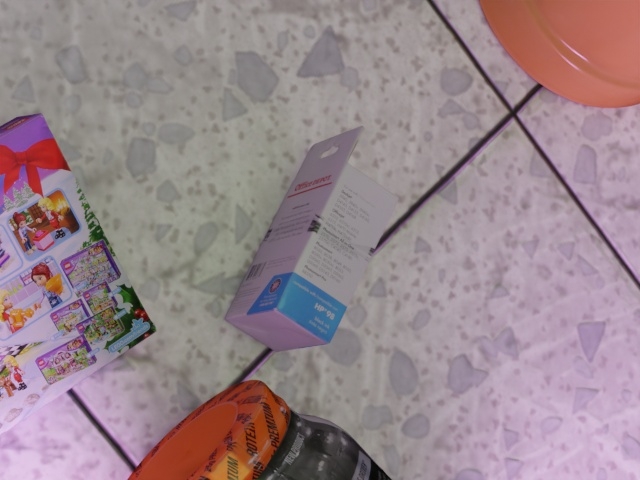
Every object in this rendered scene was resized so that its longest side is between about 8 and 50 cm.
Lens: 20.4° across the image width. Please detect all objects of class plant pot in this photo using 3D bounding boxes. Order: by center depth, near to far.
[{"bbox_3d":[0.312,-0.282,1.645,0.290,0.203,0.291,4,81,-28],"label":"plant pot"}]

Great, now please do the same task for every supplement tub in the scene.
[{"bbox_3d":[0.004,0.285,1.405,0.338,0.207,0.207,49,65,-14],"label":"supplement tub"}]

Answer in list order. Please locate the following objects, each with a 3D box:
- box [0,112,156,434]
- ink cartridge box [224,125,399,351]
[{"bbox_3d":[-0.293,0.058,1.355,0.293,0.057,0.201,-33,107,-27],"label":"box"},{"bbox_3d":[0.000,0.000,1.499,0.060,0.104,0.180,33,70,-19],"label":"ink cartridge box"}]
